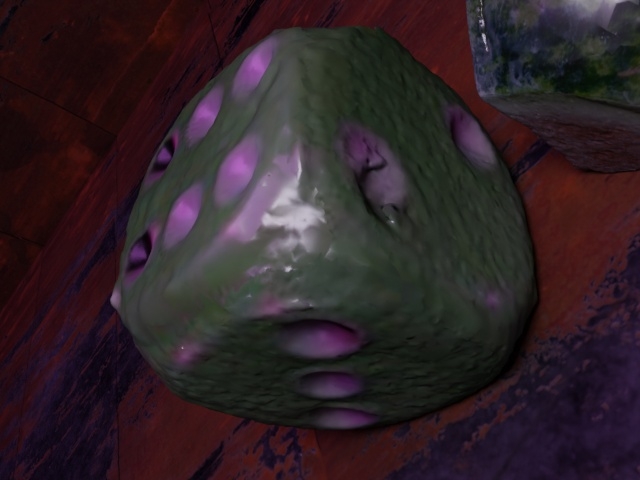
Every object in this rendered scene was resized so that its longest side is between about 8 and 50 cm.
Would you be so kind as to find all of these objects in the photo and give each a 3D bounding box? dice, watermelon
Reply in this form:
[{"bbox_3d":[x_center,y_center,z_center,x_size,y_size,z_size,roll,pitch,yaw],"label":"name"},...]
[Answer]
[{"bbox_3d":[0.000,0.000,0.752,0.322,0.330,0.318,-33,44,38],"label":"dice"},{"bbox_3d":[0.265,-0.186,0.640,0.232,0.310,0.193,83,-155,-77],"label":"watermelon"}]
